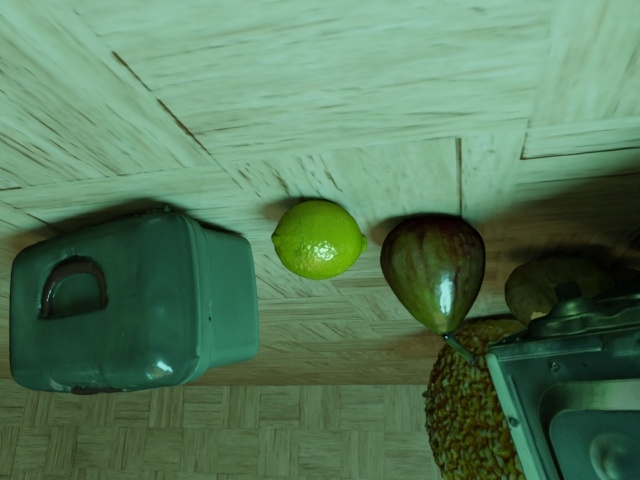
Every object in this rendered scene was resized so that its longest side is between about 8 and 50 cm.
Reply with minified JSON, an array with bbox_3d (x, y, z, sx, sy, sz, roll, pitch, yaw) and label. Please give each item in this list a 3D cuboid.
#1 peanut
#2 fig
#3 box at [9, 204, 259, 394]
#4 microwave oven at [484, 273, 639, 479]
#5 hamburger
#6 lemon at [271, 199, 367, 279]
[{"bbox_3d":[0.279,0.058,0.547,0.193,0.089,0.089,6,161,-28],"label":"peanut"},{"bbox_3d":[0.097,0.044,0.439,0.089,0.125,0.089,-4,161,-1],"label":"fig"},{"bbox_3d":[-0.166,0.058,0.468,0.210,0.148,0.129,-11,169,30],"label":"box"},{"bbox_3d":[0.361,0.086,0.295,0.333,0.247,0.394,-10,169,-35],"label":"microwave oven"},{"bbox_3d":[0.332,0.289,0.845,0.250,0.330,0.330,14,157,-30],"label":"hamburger"},{"bbox_3d":[0.000,0.000,0.412,0.083,0.062,0.062,6,161,-26],"label":"lemon"}]
